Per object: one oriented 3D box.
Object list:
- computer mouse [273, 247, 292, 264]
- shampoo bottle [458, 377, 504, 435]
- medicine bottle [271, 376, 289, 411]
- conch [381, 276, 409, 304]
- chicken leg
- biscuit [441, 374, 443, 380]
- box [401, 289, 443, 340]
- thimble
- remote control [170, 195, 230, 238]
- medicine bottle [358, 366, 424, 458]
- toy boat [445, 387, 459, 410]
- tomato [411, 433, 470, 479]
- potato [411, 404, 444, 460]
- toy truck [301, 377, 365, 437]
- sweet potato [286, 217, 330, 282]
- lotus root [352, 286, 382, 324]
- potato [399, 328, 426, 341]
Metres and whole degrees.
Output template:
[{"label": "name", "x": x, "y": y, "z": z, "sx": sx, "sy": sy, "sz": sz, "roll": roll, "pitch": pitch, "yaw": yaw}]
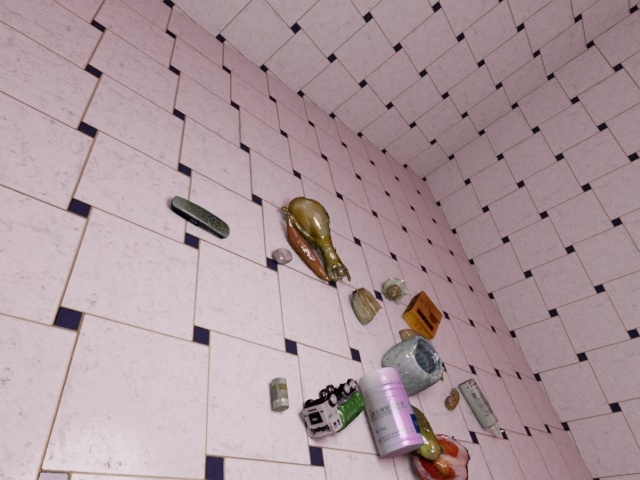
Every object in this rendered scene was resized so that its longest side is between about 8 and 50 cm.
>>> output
[{"label": "computer mouse", "x": -0.147, "y": 0.063, "z": 1.601, "sx": 0.066, "sy": 0.039, "sz": 0.096, "roll": 55, "pitch": 21, "yaw": 8}, {"label": "shampoo bottle", "x": 0.758, "y": 0.791, "z": 1.969, "sx": 0.085, "sy": 0.085, "sz": 0.263, "roll": 2, "pitch": 54, "yaw": -54}, {"label": "medicine bottle", "x": -0.115, "y": 0.438, "z": 1.187, "sx": 0.047, "sy": 0.047, "sz": 0.083, "roll": 27, "pitch": 35, "yaw": -36}, {"label": "conch", "x": 0.381, "y": 0.245, "z": 2.065, "sx": 0.233, "sy": 0.114, "sz": 0.137, "roll": 7, "pitch": 63, "yaw": -59}, {"label": "chicken leg", "x": 0.000, "y": 0.000, "z": 1.794, "sx": 0.201, "sy": 0.152, "sz": 0.430, "roll": -17, "pitch": 78, "yaw": -56}, {"label": "biscuit", "x": 0.563, "y": 0.619, "z": 1.967, "sx": 0.046, "sy": 0.016, "sz": 0.089, "roll": 43, "pitch": 29, "yaw": -12}, {"label": "box", "x": 0.526, "y": 0.386, "z": 2.133, "sx": 0.174, "sy": 0.076, "sz": 0.274, "roll": 51, "pitch": 28, "yaw": 5}, {"label": "thimble", "x": 0.376, "y": 0.501, "z": 1.680, "sx": 0.250, "sy": 0.171, "sz": 0.205, "roll": 29, "pitch": 36, "yaw": -37}, {"label": "remote control", "x": -0.401, "y": -0.076, "z": 1.401, "sx": 0.222, "sy": 0.042, "sz": 0.072, "roll": 33, "pitch": 33, "yaw": -31}, {"label": "medicine bottle", "x": 0.233, "y": 0.576, "z": 1.406, "sx": 0.152, "sy": 0.152, "sz": 0.254, "roll": 21, "pitch": 40, "yaw": -42}, {"label": "toy boat", "x": 0.594, "y": 0.707, "z": 1.872, "sx": 0.049, "sy": 0.047, "sz": 0.149, "roll": 54, "pitch": 29, "yaw": 9}, {"label": "tomato", "x": 0.405, "y": 0.780, "z": 1.435, "sx": 0.199, "sy": 0.112, "sz": 0.228, "roll": 13, "pitch": 20, "yaw": 24}, {"label": "potato", "x": 0.339, "y": 0.666, "z": 1.459, "sx": 0.117, "sy": 0.090, "sz": 0.225, "roll": -1, "pitch": 26, "yaw": -24}, {"label": "toy truck", "x": 0.049, "y": 0.514, "z": 1.280, "sx": 0.242, "sy": 0.101, "sz": 0.125, "roll": -2, "pitch": 69, "yaw": -59}, {"label": "sweet potato", "x": -0.061, "y": 0.050, "z": 1.712, "sx": 0.314, "sy": 0.066, "sz": 0.072, "roll": 55, "pitch": 35, "yaw": 3}, {"label": "lotus root", "x": 0.182, "y": 0.275, "z": 1.783, "sx": 0.143, "sy": 0.070, "sz": 0.144, "roll": -22, "pitch": 78, "yaw": -54}, {"label": "potato", "x": 0.447, "y": 0.472, "z": 1.901, "sx": 0.172, "sy": 0.089, "sz": 0.101, "roll": 44, "pitch": 31, "yaw": -13}]
